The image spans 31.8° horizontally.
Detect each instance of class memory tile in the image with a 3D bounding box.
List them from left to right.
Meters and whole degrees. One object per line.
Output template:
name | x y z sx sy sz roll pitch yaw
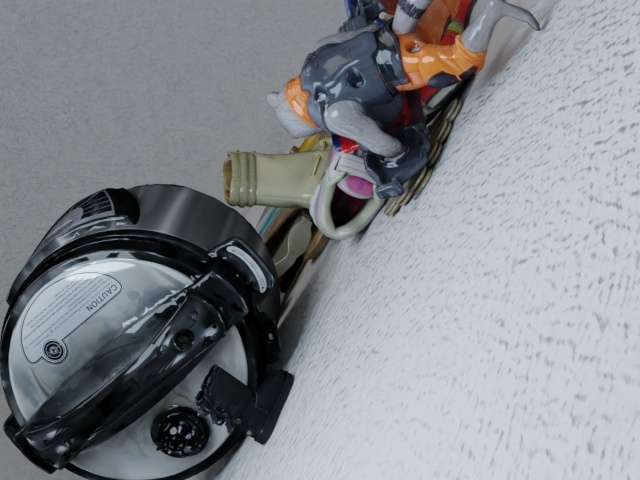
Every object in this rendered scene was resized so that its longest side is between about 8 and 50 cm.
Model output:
memory tile | 0.127 -0.101 1.383 0.148 0.012 0.113 -63 8 -30

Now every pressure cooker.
pressure cooker | -0.239 0.132 1.566 0.420 0.375 0.370 -83 0 -72

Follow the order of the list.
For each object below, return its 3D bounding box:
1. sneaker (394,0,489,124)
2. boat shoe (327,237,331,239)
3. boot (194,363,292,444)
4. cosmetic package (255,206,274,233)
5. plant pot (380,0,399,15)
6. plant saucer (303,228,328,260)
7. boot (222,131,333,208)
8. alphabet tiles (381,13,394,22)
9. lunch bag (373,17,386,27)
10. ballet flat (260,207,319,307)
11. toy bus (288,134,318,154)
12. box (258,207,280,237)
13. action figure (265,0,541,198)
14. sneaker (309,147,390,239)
sneaker | 0.144 -0.261 1.473 0.107 0.118 0.279 -51 14 49
boat shoe | 0.034 -0.044 1.637 0.038 0.046 0.125 -64 6 -35
boot | -0.094 0.184 1.372 0.045 0.099 0.121 -51 11 42
cosmetic package | -0.064 -0.091 2.426 0.239 0.060 0.099 -51 13 46
plant pot | 0.186 -0.515 1.778 0.272 0.272 0.265 -61 16 -11
plant saucer | 0.000 0.000 1.812 0.083 0.015 0.083 -57 8 12
boot | -0.054 -0.115 1.787 0.262 0.203 0.095 -97 10 -63
alphabet tiles | 0.121 -0.377 2.173 0.278 0.021 0.284 -49 -8 -7
lunch bag | 0.088 -0.308 1.980 0.151 0.096 0.129 -50 -25 10
ballet flat | -0.088 0.058 1.857 0.106 0.107 0.316 -17 41 59
toy bus | -0.009 -0.146 2.105 0.202 0.104 0.191 -62 8 -26
box | -0.122 0.038 2.302 0.244 0.060 0.100 -58 7 11
action figure | 0.071 -0.243 1.332 0.330 0.178 0.341 -35 46 20
sneaker | 0.060 -0.104 1.493 0.111 0.103 0.252 -96 21 -68
